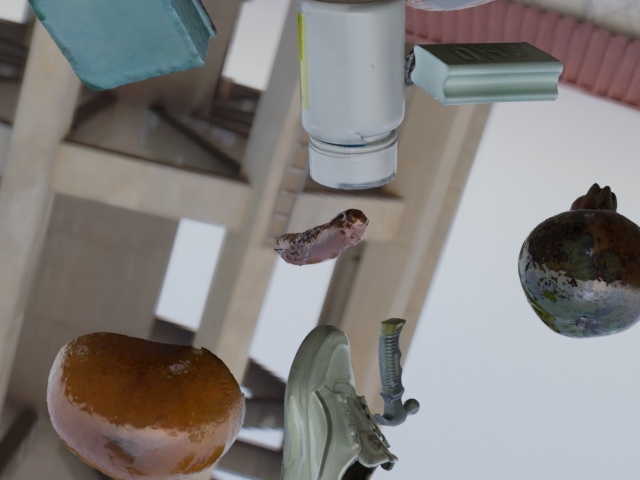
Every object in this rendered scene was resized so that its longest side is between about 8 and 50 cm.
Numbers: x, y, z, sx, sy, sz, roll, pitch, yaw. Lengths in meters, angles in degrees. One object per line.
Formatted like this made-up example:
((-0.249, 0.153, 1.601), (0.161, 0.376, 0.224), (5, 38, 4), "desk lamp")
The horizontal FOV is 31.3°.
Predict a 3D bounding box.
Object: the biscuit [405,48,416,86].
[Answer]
((0.201, -0.373, 2.448), (0.027, 0.089, 0.087), (34, -177, 24), "biscuit")

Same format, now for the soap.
((0.251, -0.254, 1.728), (0.198, 0.066, 0.119), (-5, -151, -22), "soap")

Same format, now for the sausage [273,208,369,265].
((0.000, 0.002, 2.379), (0.079, 0.087, 0.327), (2, 169, -30), "sausage")

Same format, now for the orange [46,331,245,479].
((-0.292, 0.285, 1.913), (0.310, 0.274, 0.274), (1, -160, -25), "orange")

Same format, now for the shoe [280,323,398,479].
((0.038, 0.279, 1.625), (0.159, 0.316, 0.124), (2, 171, 30), "shoe")

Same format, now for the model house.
((-0.319, -0.435, 1.869), (0.230, 0.280, 0.248), (-11, -132, 14), "model house")

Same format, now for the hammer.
((0.150, 0.280, 2.408), (0.041, 0.226, 0.159), (4, -170, 37), "hammer")

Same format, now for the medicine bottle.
((0.043, -0.208, 1.529), (0.143, 0.258, 0.143), (-2, -155, 1), "medicine bottle")

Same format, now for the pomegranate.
((0.537, 0.023, 2.262), (0.285, 0.285, 0.340), (16, -125, -1), "pomegranate")

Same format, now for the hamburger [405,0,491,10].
((0.249, -0.548, 2.050), (0.291, 0.225, 0.291), (-9, 173, -1), "hamburger")
